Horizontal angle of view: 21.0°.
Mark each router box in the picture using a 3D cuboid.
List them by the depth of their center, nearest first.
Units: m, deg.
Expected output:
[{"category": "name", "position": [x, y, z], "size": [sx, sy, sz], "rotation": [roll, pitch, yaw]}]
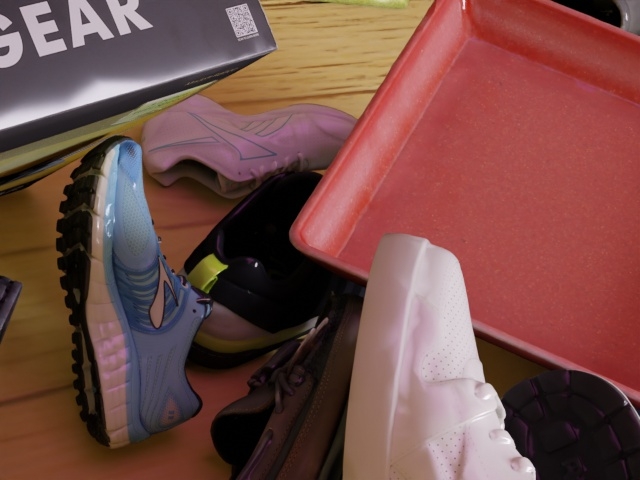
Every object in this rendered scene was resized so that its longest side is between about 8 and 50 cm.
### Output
[{"category": "router box", "position": [-0.211, -0.057, 0.842], "size": [0.309, 0.243, 0.081], "rotation": [-23, 90, -43]}]

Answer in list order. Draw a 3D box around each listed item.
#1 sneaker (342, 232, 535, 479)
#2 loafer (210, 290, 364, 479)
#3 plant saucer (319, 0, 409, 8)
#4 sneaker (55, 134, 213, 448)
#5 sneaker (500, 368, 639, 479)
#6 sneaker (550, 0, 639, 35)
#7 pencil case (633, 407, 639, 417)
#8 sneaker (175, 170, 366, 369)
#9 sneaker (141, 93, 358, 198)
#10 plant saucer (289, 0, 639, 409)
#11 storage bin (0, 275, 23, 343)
[{"category": "sneaker", "position": [0.097, 0.136, 0.812], "size": [0.169, 0.108, 0.292], "rotation": [-2, 71, 12]}, {"category": "loafer", "position": [-0.027, 0.112, 0.888], "size": [0.084, 0.096, 0.267], "rotation": [20, 41, 0]}, {"category": "plant saucer", "position": [-0.034, -0.261, 1.336], "size": [0.188, 0.045, 0.188], "rotation": [1, 46, -30]}, {"category": "sneaker", "position": [-0.095, 0.025, 0.911], "size": [0.073, 0.162, 0.063], "rotation": [-6, 5, -24]}, {"category": "sneaker", "position": [0.169, 0.209, 0.880], "size": [0.124, 0.107, 0.283], "rotation": [44, 31, -65]}, {"category": "sneaker", "position": [0.320, -0.191, 1.406], "size": [0.448, 0.169, 0.257], "rotation": [24, 46, 8]}, {"category": "pencil case", "position": [0.211, 0.056, 1.058], "size": [0.306, 0.133, 0.119], "rotation": [56, 15, 30]}, {"category": "sneaker", "position": [0.000, 0.000, 1.020], "size": [0.084, 0.097, 0.235], "rotation": [40, 40, 14]}, {"category": "sneaker", "position": [-0.040, -0.053, 1.093], "size": [0.152, 0.053, 0.061], "rotation": [4, 56, -4]}, {"category": "plant saucer", "position": [0.146, -0.023, 1.003], "size": [0.259, 0.047, 0.258], "rotation": [23, 52, 11]}, {"category": "storage bin", "position": [-0.210, 0.092, 0.774], "size": [0.084, 0.122, 0.180], "rotation": [22, 39, -7]}]
